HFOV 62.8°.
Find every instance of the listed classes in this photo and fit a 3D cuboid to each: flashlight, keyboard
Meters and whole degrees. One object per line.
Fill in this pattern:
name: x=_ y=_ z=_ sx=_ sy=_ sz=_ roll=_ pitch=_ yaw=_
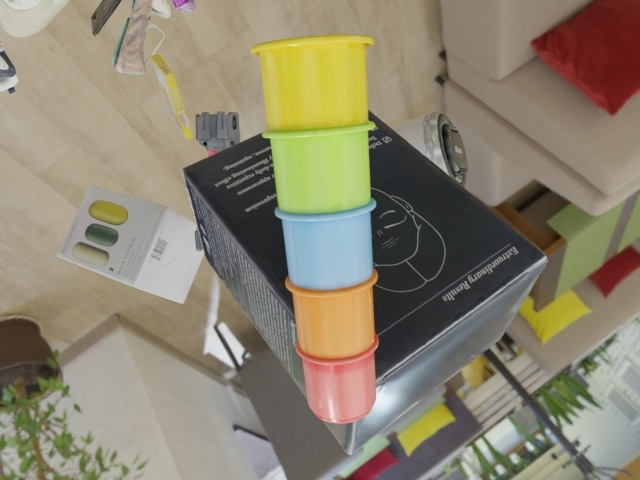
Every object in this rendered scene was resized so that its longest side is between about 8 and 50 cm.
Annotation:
flashlight: x=-0.237 y=-0.129 z=1.175 sx=0.103 sy=0.103 sz=0.305 roll=-10 pitch=99 yaw=-47
keyboard: x=-0.546 y=-0.624 z=1.366 sx=0.180 sy=0.108 sz=0.023 roll=-35 pitch=147 yaw=29

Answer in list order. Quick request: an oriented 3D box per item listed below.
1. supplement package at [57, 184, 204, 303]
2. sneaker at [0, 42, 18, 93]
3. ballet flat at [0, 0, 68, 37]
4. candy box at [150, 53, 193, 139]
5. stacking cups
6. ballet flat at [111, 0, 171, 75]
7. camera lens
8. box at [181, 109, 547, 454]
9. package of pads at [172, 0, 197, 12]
supplement package: x=-0.458 y=0.011 z=1.311 sx=0.198 sy=0.262 sz=0.200 roll=41 pitch=67 yaw=-63
sneaker: x=-0.594 y=-0.345 z=0.938 sx=0.093 sy=0.235 sz=0.153 roll=-14 pitch=133 yaw=30
ballet flat: x=-0.299 y=-0.316 z=0.574 sx=0.248 sy=0.086 sz=0.086 roll=-32 pitch=149 yaw=20
candy box: x=-0.390 y=-0.375 z=1.380 sx=0.027 sy=0.105 sz=0.206 roll=-30 pitch=146 yaw=-19
stacking cups: x=0.000 y=0.000 z=0.442 sx=0.095 sy=0.096 sz=0.317 roll=-13 pitch=110 yaw=-32
ballet flat: x=-0.459 y=-0.586 z=1.391 sx=0.106 sy=0.107 sz=0.316 roll=16 pitch=95 yaw=-17
camera lens: x=0.229 y=-0.197 z=1.372 sx=0.274 sy=0.220 sz=0.219 roll=-14 pitch=157 yaw=29
box: x=0.040 y=0.024 z=0.736 sx=0.293 sy=0.395 sz=0.212 roll=-29 pitch=147 yaw=-21
package of pads: x=-0.292 y=-0.512 z=1.110 sx=0.031 sy=0.083 sz=0.050 roll=-22 pitch=108 yaw=10
